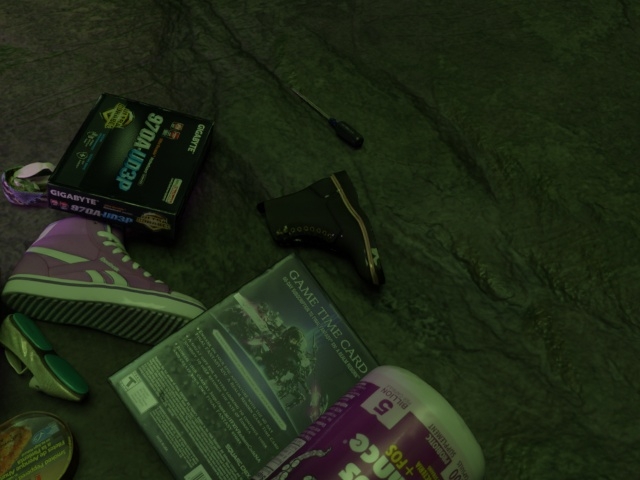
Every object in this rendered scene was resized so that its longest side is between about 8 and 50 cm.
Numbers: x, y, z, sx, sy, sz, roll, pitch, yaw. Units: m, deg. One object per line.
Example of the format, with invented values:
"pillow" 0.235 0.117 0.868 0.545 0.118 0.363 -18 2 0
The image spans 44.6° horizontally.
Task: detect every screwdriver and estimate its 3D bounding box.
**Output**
"screwdriver" 0.005 -0.193 1.217 0.170 0.024 0.025 38 94 31

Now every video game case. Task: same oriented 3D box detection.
"video game case" -0.083 0.164 0.932 0.274 0.026 0.196 -34 84 -20

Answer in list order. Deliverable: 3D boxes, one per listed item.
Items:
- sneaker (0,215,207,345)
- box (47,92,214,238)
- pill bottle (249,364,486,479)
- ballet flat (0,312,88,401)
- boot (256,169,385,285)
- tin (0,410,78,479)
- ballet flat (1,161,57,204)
"sneaker" -0.261 0.037 1.025 0.282 0.102 0.161 12 54 10
"box" -0.261 -0.111 1.103 0.175 0.051 0.220 15 44 -2
"pill bottle" 0.014 0.282 0.804 0.301 0.169 0.169 -39 63 -21
"ballet flat" -0.352 0.159 0.983 0.168 0.057 0.052 40 94 29
"boot" 0.000 0.000 1.060 0.137 0.077 0.198 -18 44 -4
"tin" -0.374 0.277 0.906 0.189 0.040 0.106 -29 56 -16
"ballet flat" -0.370 -0.089 1.134 0.188 0.070 0.070 -8 56 -3
